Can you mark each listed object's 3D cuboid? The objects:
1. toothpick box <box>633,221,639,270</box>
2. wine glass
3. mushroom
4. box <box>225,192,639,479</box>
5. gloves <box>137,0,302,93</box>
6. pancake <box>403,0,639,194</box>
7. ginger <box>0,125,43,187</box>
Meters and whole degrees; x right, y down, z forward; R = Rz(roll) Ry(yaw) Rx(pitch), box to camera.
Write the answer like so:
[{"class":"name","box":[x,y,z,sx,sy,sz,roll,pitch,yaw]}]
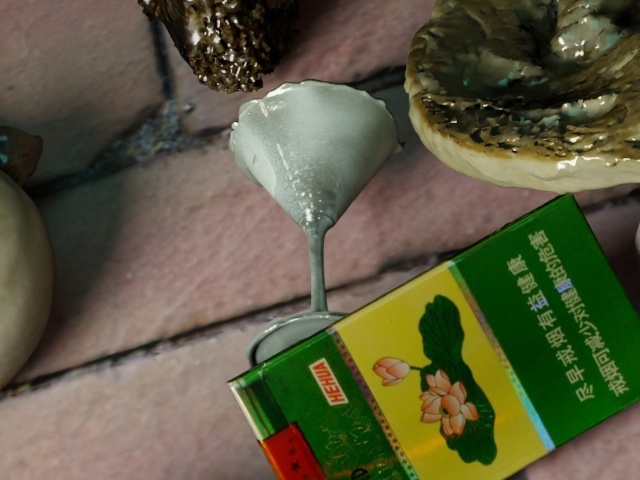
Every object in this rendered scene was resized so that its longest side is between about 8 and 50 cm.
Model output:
[{"class":"toothpick box","box":[0.271,0.021,1.074,0.098,0.098,0.149,-37,50,-14]},{"class":"wine glass","box":[0.000,0.000,1.169,0.122,0.122,0.183,-11,54,8]},{"class":"mushroom","box":[-0.282,0.014,1.174,0.207,0.215,0.207,-5,59,9]},{"class":"box","box":[0.077,0.084,1.075,0.235,0.034,0.132,-30,93,-8]},{"class":"gloves","box":[-0.048,-0.248,1.342,0.135,0.210,0.312,19,51,12]},{"class":"pancake","box":[0.232,-0.134,1.171,0.386,0.082,0.387,-16,27,8]},{"class":"ginger","box":[-0.316,-0.083,1.364,0.122,0.084,0.290,-28,41,-36]}]
